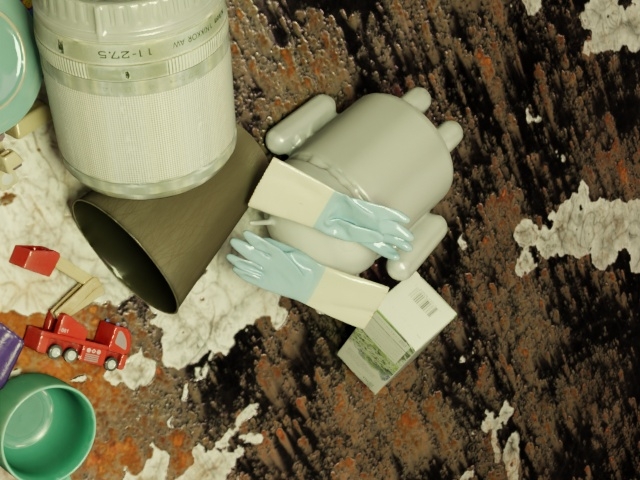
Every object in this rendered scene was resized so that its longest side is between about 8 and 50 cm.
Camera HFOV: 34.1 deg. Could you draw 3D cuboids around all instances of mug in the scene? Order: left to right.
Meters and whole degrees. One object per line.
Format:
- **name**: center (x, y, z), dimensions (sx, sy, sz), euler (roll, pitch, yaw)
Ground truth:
- **mug**: center (-0.369, 0.247, 1.333), dimensions (0.129, 0.097, 0.157), euler (15, 91, -41)

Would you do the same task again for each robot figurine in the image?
- **robot figurine**: center (0.057, -0.080, 1.550), dimensions (0.300, 0.200, 0.353), euler (46, 64, 6)

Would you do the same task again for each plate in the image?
- **plate**: center (-0.392, -0.202, 1.163), dimensions (0.188, 0.024, 0.188), euler (-10, 106, -38)

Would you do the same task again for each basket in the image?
- **basket**: center (-0.184, -0.050, 1.394), dimensions (0.227, 0.154, 0.204), euler (-48, 125, -26)

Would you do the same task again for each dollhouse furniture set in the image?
- **dollhouse furniture set**: center (-0.356, -0.109, 1.288), dimensions (0.114, 0.091, 0.081), euler (-40, 138, -30)

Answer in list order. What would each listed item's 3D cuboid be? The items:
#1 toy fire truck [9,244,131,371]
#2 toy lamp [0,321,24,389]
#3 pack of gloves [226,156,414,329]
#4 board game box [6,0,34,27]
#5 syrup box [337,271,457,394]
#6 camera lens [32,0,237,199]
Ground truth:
- **toy fire truck**: center (-0.325, 0.090, 1.370), dimensions (0.192, 0.047, 0.135), euler (20, 85, -41)
- **toy lamp**: center (-0.465, 0.216, 1.261), dimensions (0.274, 0.080, 0.080), euler (-52, 127, -18)
- **pack of gloves**: center (0.000, 0.000, 1.422), dimensions (0.232, 0.046, 0.195), euler (23, 120, -13)
- **board game box**: center (-0.430, -0.312, 1.174), dimensions (0.233, 0.078, 0.347), euler (47, 70, -37)
- **syrup box**: center (0.114, 0.148, 1.625), dimensions (0.096, 0.237, 0.093), euler (-39, 79, -24)
- **camera lens**: center (-0.214, -0.203, 1.232), dimensions (0.219, 0.219, 0.274), euler (-32, 140, -31)
